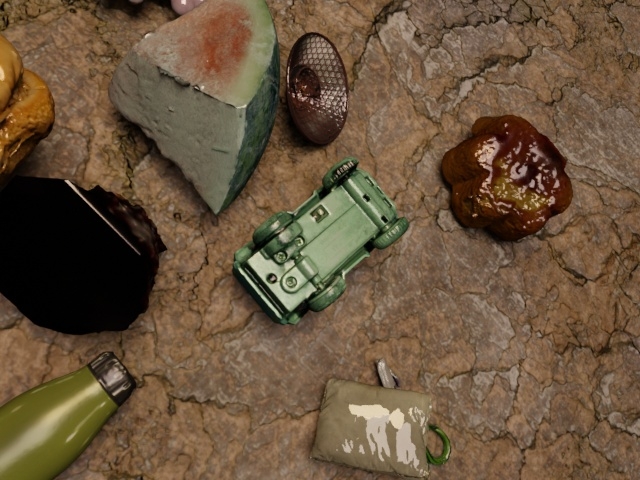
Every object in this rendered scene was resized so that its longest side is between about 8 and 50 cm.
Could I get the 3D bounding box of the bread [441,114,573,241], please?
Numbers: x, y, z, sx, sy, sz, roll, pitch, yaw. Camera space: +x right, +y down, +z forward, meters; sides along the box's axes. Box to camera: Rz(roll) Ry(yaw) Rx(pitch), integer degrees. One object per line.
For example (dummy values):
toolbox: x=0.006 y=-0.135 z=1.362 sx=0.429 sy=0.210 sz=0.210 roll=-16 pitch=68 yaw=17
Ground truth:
bread: x=0.362 y=-0.113 z=0.951 sx=0.247 sy=0.135 sz=0.232 roll=46 pitch=79 yaw=-6

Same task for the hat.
hat: x=-0.030 y=-0.269 z=0.886 sx=0.193 sy=0.082 sz=0.193 roll=-8 pitch=100 yaw=-56

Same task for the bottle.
bottle: x=-0.355 y=0.245 z=0.606 sx=0.260 sy=0.112 sz=0.112 roll=-38 pitch=91 yaw=-25

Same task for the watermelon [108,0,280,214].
watermelon: x=-0.193 y=-0.236 z=0.757 sx=0.258 sy=0.228 sz=0.387 roll=3 pitch=69 yaw=-9

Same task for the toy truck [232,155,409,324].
toy truck: x=0.000 y=0.000 z=0.776 sx=0.279 sy=0.156 sz=0.155 roll=-41 pitch=92 yaw=-25

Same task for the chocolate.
chocolate: x=-0.316 y=0.004 z=0.694 sx=0.224 sy=0.206 sz=0.177 roll=49 pitch=21 yaw=-13

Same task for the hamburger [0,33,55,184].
hamburger: x=-0.468 y=-0.125 z=0.565 sx=0.314 sy=0.170 sz=0.290 roll=6 pitch=64 yaw=25

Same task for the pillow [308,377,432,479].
pillow: x=0.080 y=0.293 z=0.761 sx=0.181 sy=0.078 sz=0.134 roll=8 pitch=70 yaw=5

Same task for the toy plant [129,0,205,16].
toy plant: x=-0.263 y=-0.490 z=0.839 sx=0.243 sy=0.112 sz=0.233 roll=8 pitch=71 yaw=-12

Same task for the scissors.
scissors: x=0.141 y=0.292 z=0.819 sx=0.101 sy=0.027 sz=0.204 roll=-26 pitch=88 yaw=-27
